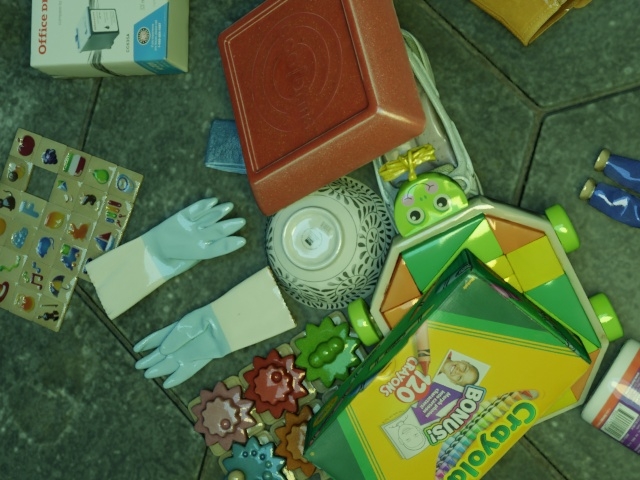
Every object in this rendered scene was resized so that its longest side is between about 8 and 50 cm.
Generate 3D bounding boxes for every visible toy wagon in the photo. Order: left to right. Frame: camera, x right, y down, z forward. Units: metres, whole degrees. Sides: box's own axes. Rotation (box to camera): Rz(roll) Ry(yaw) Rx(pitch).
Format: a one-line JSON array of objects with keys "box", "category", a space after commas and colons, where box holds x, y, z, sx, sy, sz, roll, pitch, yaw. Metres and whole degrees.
[{"box": [0.166, 0.058, 1.189, 0.267, 0.068, 0.344, -26, 105, 10], "category": "toy wagon"}]

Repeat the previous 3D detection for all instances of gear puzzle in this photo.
[{"box": [0.004, 0.190, 1.294, 0.339, 0.044, 0.175, -33, 79, 11], "category": "gear puzzle"}]

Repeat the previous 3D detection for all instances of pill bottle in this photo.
[{"box": [0.391, 0.200, 1.154, 0.194, 0.108, 0.108, 32, 96, 14], "category": "pill bottle"}]

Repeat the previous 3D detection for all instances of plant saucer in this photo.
[{"box": [-0.019, -0.193, 1.243, 0.259, 0.048, 0.258, -26, 69, 36], "category": "plant saucer"}]

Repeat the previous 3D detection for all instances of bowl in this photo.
[{"box": [0.000, 0.000, 1.288, 0.170, 0.080, 0.170, -1, 88, 15], "category": "bowl"}]

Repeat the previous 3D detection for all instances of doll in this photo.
[{"box": [0.394, -0.041, 1.197, 0.189, 0.046, 0.129, 28, 96, 15], "category": "doll"}]

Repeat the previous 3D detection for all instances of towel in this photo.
[{"box": [-0.086, -0.115, 1.343, 0.120, 0.029, 0.067, 10, 89, 16], "category": "towel"}]

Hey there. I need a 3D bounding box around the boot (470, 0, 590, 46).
[{"box": [0.275, -0.388, 1.230, 0.211, 0.104, 0.295, 44, 104, 8], "category": "boot"}]

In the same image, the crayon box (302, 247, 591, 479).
[{"box": [0.131, 0.167, 1.147, 0.165, 0.081, 0.278, 38, 105, -9], "category": "crayon box"}]

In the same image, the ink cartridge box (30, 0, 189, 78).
[{"box": [-0.271, -0.287, 1.378, 0.191, 0.082, 0.139, -1, 87, 14], "category": "ink cartridge box"}]

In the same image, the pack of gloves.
[{"box": [-0.161, 0.066, 1.358, 0.232, 0.046, 0.195, -28, 86, 19], "category": "pack of gloves"}]

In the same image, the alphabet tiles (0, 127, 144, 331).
[{"box": [-0.360, -0.009, 1.425, 0.198, 0.009, 0.237, 21, 93, 15], "category": "alphabet tiles"}]

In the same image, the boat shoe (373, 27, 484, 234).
[{"box": [0.112, -0.105, 1.249, 0.118, 0.103, 0.320, -16, 83, 14], "category": "boat shoe"}]
